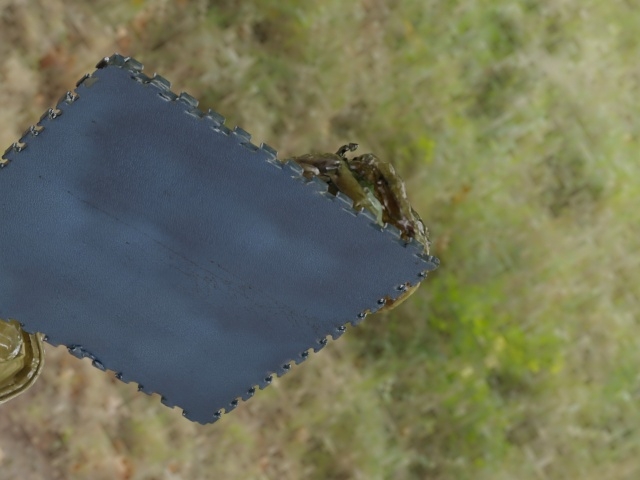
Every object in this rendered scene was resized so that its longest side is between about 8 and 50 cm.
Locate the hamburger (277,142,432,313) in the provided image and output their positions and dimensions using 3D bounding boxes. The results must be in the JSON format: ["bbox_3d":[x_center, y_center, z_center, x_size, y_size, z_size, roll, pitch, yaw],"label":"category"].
[{"bbox_3d":[0.000,0.000,1.754,0.130,0.206,0.183,-28,101,-55],"label":"hamburger"}]

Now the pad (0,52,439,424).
[{"bbox_3d":[-0.102,0.013,1.123,0.269,0.269,0.012,33,42,-27],"label":"pad"}]

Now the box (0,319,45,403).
[{"bbox_3d":[-0.296,0.059,1.412,0.111,0.111,0.177,-99,177,-61],"label":"box"}]
